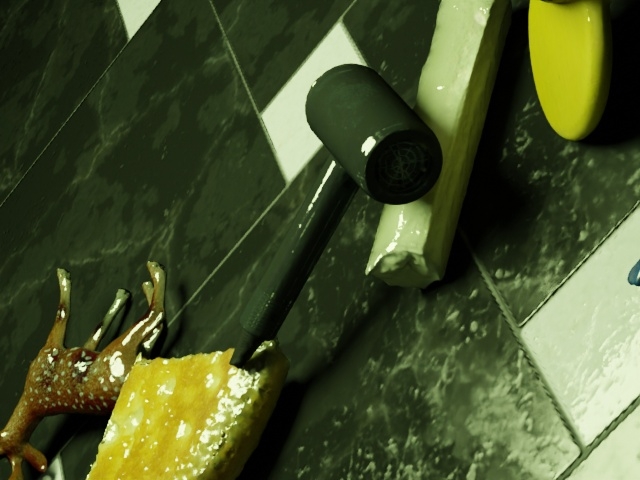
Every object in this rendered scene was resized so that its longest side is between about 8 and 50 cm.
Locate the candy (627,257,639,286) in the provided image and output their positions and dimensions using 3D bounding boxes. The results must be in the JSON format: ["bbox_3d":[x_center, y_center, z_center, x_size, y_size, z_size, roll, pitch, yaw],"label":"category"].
[{"bbox_3d":[0.318,-0.026,0.820,0.331,0.077,0.187,17,82,55],"label":"candy"}]

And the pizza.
[{"bbox_3d":[-0.127,0.171,1.306,0.292,0.058,0.197,-48,33,15],"label":"pizza"}]

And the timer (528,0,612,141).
[{"bbox_3d":[0.177,-0.286,1.015,0.376,0.376,0.387,-26,68,43],"label":"timer"}]

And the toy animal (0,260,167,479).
[{"bbox_3d":[-0.246,0.146,1.468,0.243,0.087,0.260,-15,50,51],"label":"toy animal"}]

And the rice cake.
[{"bbox_3d":[0.095,-0.083,1.197,0.057,0.052,0.256,8,69,22],"label":"rice cake"}]

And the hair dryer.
[{"bbox_3d":[0.000,0.000,1.180,0.255,0.070,0.128,-63,29,14],"label":"hair dryer"}]
